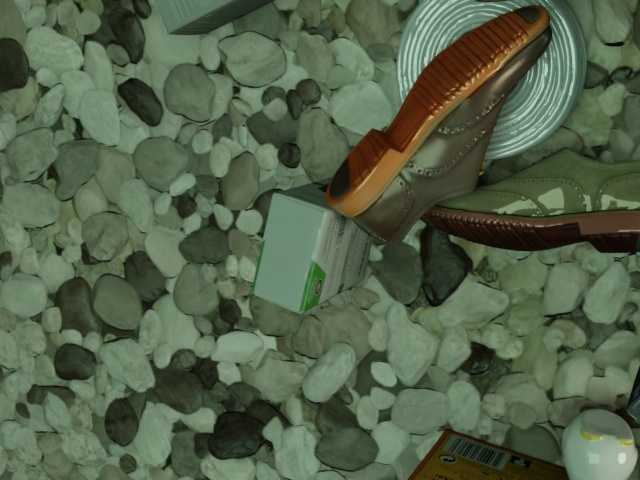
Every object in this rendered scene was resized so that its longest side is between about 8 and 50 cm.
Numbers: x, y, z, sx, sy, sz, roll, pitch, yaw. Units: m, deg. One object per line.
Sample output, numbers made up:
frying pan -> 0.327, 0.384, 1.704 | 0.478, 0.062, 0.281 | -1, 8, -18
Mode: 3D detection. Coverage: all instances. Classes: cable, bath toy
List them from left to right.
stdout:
cable -> 0.223, -0.236, 1.381 | 0.257, 0.089, 0.257 | -24, 91, 25
bath toy -> 0.482, 0.324, 1.334 | 0.348, 0.151, 0.129 | 13, 115, 9

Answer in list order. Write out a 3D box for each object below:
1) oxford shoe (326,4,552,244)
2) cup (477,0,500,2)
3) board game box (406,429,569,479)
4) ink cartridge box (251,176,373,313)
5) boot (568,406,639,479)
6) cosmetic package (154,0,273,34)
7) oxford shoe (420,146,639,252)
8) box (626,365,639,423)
oxford shoe -> 0.173, -0.146, 1.327 | 0.133, 0.130, 0.364 | 38, 108, -23
cup -> 0.244, -0.412, 1.202 | 0.331, 0.331, 0.236 | -7, 97, 24
board game box -> 0.251, 0.524, 1.377 | 0.357, 0.356, 0.356 | 16, 105, 19
ink cartridge box -> 0.000, 0.000, 1.459 | 0.087, 0.208, 0.153 | 19, 107, 21
boot -> 0.400, 0.294, 1.421 | 0.106, 0.037, 0.114 | 3, 74, 35
cosmetic package -> -0.114, -0.385, 1.473 | 0.238, 0.127, 0.107 | -17, 93, 26
oxford shoe -> 0.301, -0.058, 1.393 | 0.348, 0.123, 0.130 | 3, 76, 23
box -> 0.490, 0.125, 1.292 | 0.059, 0.183, 0.232 | 43, 114, 10
